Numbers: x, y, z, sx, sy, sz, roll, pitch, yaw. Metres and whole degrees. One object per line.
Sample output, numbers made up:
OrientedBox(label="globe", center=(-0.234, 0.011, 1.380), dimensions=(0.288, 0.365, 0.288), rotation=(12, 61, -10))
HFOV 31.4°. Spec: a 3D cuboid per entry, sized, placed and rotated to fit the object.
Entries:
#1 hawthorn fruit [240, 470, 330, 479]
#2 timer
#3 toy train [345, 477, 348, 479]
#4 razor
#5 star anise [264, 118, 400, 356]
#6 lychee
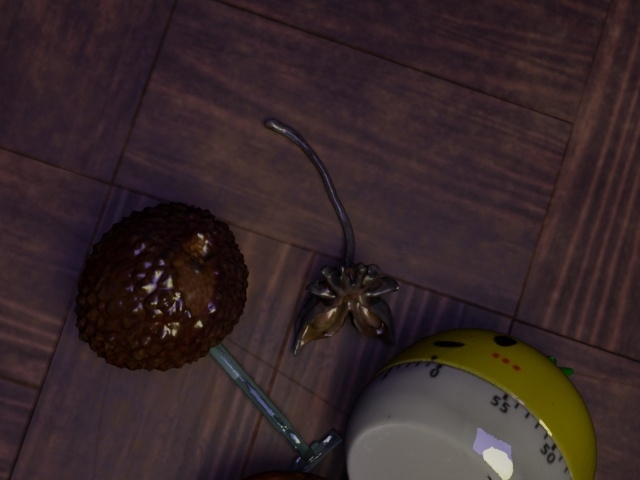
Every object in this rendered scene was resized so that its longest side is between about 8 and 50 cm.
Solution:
OrientedBox(label="hawthorn fruit", center=(-0.027, 0.409, 1.184), dimensions=(0.276, 0.276, 0.307), rotation=(-36, 114, -7))
OrientedBox(label="timer", center=(0.184, 0.203, 1.235), dimensions=(0.285, 0.285, 0.285), rotation=(0, 85, -5))
OrientedBox(label="toy train", center=(0.090, 0.373, 1.290), dimensions=(0.052, 0.051, 0.234), rotation=(-26, 87, -11))
OrientedBox(label="razor", center=(-0.074, 0.177, 1.302), dimensions=(0.084, 0.036, 0.211), rotation=(-41, 90, -9))
OrientedBox(label="star anise", center=(0.000, 0.000, 1.335), dimensions=(0.148, 0.218, 0.227), rotation=(-28, 42, 22))
OrientedBox(label="lychee", center=(-0.177, 0.059, 1.239), dimensions=(0.188, 0.188, 0.188), rotation=(0, 85, -5))
